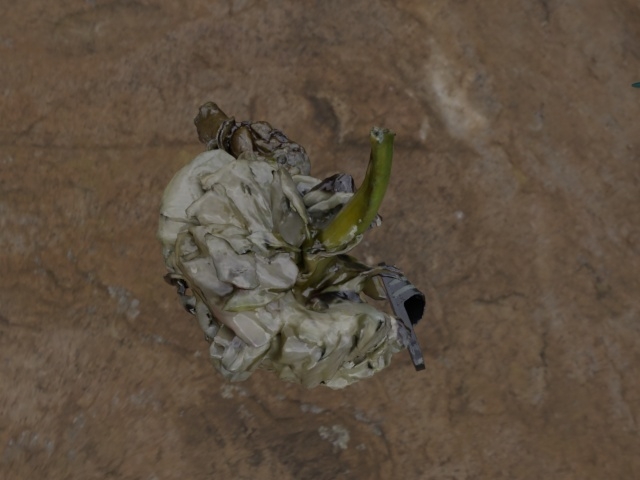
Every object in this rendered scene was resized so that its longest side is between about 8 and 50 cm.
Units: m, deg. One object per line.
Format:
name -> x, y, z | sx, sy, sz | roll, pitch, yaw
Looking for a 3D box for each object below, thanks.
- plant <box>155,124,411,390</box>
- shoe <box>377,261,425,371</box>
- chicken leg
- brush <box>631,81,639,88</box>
plant -> 0.000, 0.000, 0.369 | 0.117, 0.122, 0.104 | 23, 36, -42
shoe -> 0.128, 0.100, 1.254 | 0.049, 0.071, 0.179 | -19, 48, 1
chicken leg -> -0.089, -0.101, 1.026 | 0.196, 0.125, 0.080 | 39, 79, 24
brush -> 0.457, -0.172, 1.042 | 0.043, 0.193, 0.032 | -6, 98, -51
